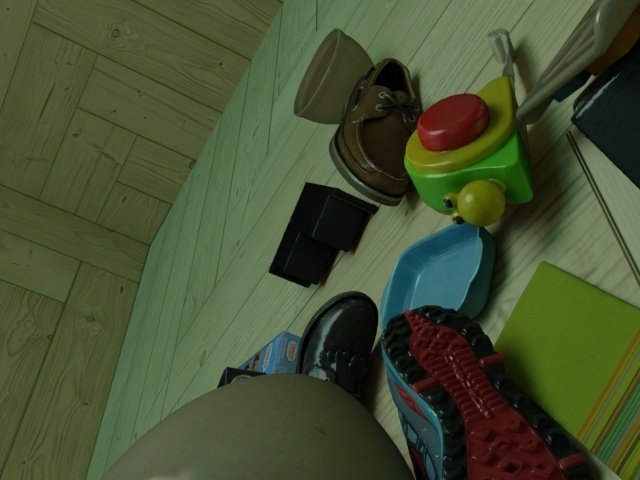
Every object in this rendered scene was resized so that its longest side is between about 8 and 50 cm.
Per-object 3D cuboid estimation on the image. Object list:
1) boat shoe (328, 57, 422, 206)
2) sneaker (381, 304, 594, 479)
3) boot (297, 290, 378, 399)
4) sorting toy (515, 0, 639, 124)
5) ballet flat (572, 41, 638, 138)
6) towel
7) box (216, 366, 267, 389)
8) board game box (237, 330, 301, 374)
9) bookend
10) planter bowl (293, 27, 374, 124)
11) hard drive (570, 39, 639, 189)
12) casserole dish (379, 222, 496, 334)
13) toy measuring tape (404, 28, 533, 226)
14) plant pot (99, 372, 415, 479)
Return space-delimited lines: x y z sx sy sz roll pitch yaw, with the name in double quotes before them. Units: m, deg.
"boat shoe" 0.082 -0.166 1.066 0.104 0.110 0.307 -57 20 30
"sneaker" 0.126 0.172 0.587 0.262 0.104 0.125 -110 9 -49
"boot" 0.034 0.201 0.814 0.263 0.091 0.229 -69 23 4
"sorting toy" 0.245 -0.192 0.621 0.193 0.038 0.208 -54 -5 -7
"ballet flat" 0.279 -0.145 0.579 0.206 0.073 0.067 -56 47 38
"towel" 0.201 0.090 0.559 0.102 0.021 0.237 -61 18 5
"box" -0.131 0.334 1.017 0.216 0.060 0.270 -96 22 -44
"board game box" -0.103 0.250 1.189 0.211 0.039 0.160 -45 28 51
"bookend" 0.000 0.000 1.156 0.156 0.072 0.157 -67 18 -1
"planter bowl" 0.037 -0.265 1.325 0.162 0.109 0.162 -53 22 33
"hard drive" 0.256 -0.105 0.548 0.094 0.022 0.135 52 127 22
"casserole dish" 0.123 0.047 0.804 0.188 0.037 0.114 -32 38 59
"toy measuring tape" 0.148 -0.119 0.789 0.121 0.121 0.330 -52 16 37
"plant pot" -0.036 0.219 0.625 0.284 0.284 0.191 -54 9 34
